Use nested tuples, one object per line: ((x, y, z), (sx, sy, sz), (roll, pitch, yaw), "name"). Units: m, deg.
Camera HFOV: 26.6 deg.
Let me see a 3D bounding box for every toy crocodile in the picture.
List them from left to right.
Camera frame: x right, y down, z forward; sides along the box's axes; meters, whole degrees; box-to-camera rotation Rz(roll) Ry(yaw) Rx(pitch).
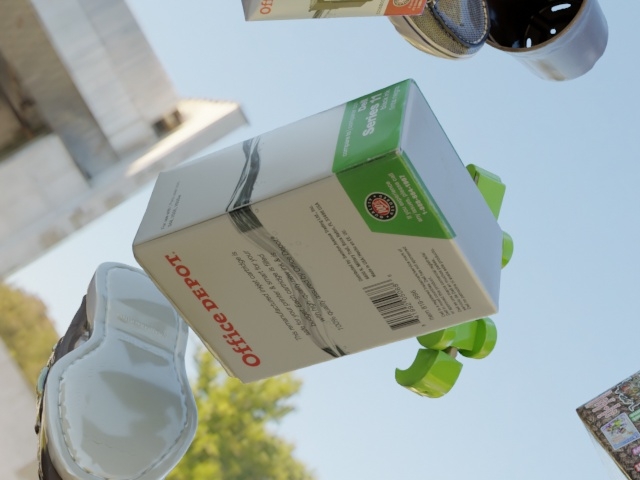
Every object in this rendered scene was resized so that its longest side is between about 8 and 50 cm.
((0.192, 0.060, 1.936), (0.115, 0.341, 0.105), (15, -4, -40), "toy crocodile")

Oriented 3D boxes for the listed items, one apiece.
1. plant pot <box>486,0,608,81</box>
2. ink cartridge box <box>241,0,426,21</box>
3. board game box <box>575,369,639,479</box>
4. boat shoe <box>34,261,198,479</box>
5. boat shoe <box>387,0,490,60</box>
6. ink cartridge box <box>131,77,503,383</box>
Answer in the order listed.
((0.295, -0.292, 1.765), (0.167, 0.167, 0.165), (46, 8, 31), "plant pot")
((0.013, -0.226, 1.048), (0.109, 0.150, 0.063), (110, -28, -61), "ink cartridge box")
((0.517, 0.353, 1.906), (0.232, 0.141, 0.291), (59, 0, -27), "board game box")
((-0.166, 0.126, 1.044), (0.116, 0.097, 0.324), (26, 20, -15), "boat shoe")
((0.139, -0.324, 1.536), (0.158, 0.127, 0.340), (11, -24, 45), "boat shoe")
((0.000, 0.000, 0.926), (0.153, 0.208, 0.087), (56, 29, -32), "ink cartridge box")
